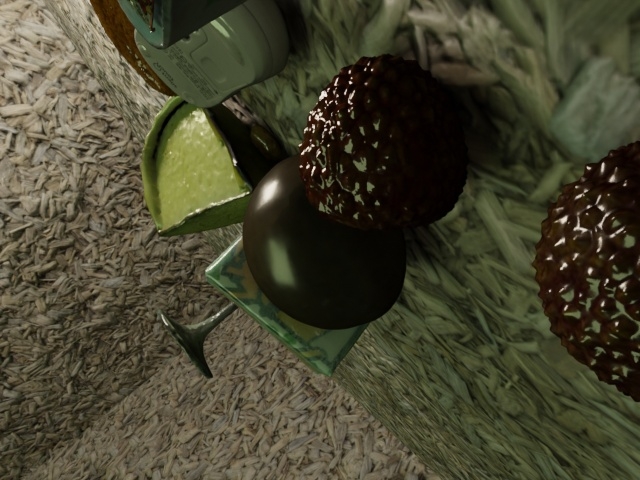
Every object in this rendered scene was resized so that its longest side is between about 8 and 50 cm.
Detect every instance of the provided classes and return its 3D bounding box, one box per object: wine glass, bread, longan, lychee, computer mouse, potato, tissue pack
[{"bbox_3d":[-0.163,0.121,1.113,0.267,0.406,0.267,46,160,22],"label":"wine glass"},{"bbox_3d":[-0.306,-0.401,0.863,0.253,0.142,0.227,55,155,-7],"label":"bread"},{"bbox_3d":[0.000,0.000,0.733,0.300,0.243,0.300,55,159,33],"label":"longan"},{"bbox_3d":[0.065,-0.099,0.490,0.188,0.188,0.188,45,161,20],"label":"lychee"},{"bbox_3d":[-0.155,-0.302,0.678,0.184,0.121,0.297,42,160,-27],"label":"computer mouse"},{"bbox_3d":[-0.235,-0.181,1.060,0.330,0.213,0.279,-21,83,34],"label":"potato"},{"bbox_3d":[-0.039,0.084,0.925,0.311,0.228,0.128,40,163,-1],"label":"tissue pack"},{"bbox_3d":[-0.110,-0.197,0.940,0.083,0.040,0.051,54,150,-11],"label":"potato"},{"bbox_3d":[0.238,0.017,0.297,0.188,0.188,0.188,45,161,20],"label":"lychee"}]

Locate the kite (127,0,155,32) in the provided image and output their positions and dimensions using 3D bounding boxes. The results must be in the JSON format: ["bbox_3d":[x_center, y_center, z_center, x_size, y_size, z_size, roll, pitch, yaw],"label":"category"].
[{"bbox_3d":[-0.148,-0.234,0.263,0.198,0.006,0.244,38,158,29],"label":"kite"}]

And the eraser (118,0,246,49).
[{"bbox_3d":[-0.053,-0.262,0.361,0.081,0.227,0.174,49,161,-3],"label":"eraser"}]
